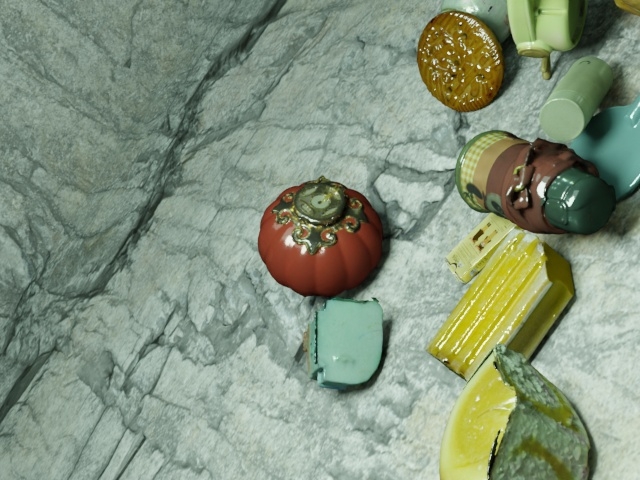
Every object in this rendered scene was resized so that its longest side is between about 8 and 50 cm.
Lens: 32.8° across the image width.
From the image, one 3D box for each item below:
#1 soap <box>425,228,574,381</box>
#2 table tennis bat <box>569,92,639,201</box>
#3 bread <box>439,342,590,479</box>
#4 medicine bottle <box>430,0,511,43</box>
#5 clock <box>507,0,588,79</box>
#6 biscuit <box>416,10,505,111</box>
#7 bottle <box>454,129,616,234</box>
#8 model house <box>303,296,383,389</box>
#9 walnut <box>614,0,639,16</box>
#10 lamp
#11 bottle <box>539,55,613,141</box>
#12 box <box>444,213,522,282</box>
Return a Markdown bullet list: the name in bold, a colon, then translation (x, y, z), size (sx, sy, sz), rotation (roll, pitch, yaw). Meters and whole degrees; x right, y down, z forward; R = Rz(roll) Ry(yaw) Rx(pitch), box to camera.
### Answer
- **soap**: translation (0.268, 0.103, 1.578), size (0.232, 0.073, 0.140), rotation (-53, 32, -3)
- **table tennis bat**: translation (0.453, -0.162, 1.612), size (0.244, 0.040, 0.153), rotation (-57, 38, 14)
- **bread**: translation (0.238, 0.267, 1.386), size (0.156, 0.158, 0.261), rotation (-21, 42, 57)
- **medicine bottle**: translation (0.295, -0.423, 2.030), size (0.147, 0.147, 0.143), rotation (17, 74, 58)
- **clock**: translation (0.382, -0.413, 1.793), size (0.096, 0.308, 0.235), rotation (7, 58, 21)
- **biscuit**: translation (0.250, -0.323, 1.968), size (0.027, 0.188, 0.187), rotation (-29, 12, -40)
- **bottle**: translation (0.315, -0.083, 1.602), size (0.156, 0.143, 0.271), rotation (-17, 22, -22)
- **model house**: translation (0.027, 0.178, 1.816), size (0.148, 0.119, 0.148), rotation (140, 133, -68)
- **walnut**: translation (0.546, -0.486, 1.633), size (0.313, 0.277, 0.252), rotation (-47, 41, 13)
- **lamp**: translation (0.000, 0.000, 1.934), size (0.227, 0.227, 0.227), rotation (-34, 35, 28)
- **bottle**: translation (0.395, -0.220, 1.672), size (0.072, 0.072, 0.201), rotation (-28, 11, 35)
- **box**: translation (0.266, 0.001, 1.744), size (0.149, 0.020, 0.073), rotation (-44, 32, 12)
